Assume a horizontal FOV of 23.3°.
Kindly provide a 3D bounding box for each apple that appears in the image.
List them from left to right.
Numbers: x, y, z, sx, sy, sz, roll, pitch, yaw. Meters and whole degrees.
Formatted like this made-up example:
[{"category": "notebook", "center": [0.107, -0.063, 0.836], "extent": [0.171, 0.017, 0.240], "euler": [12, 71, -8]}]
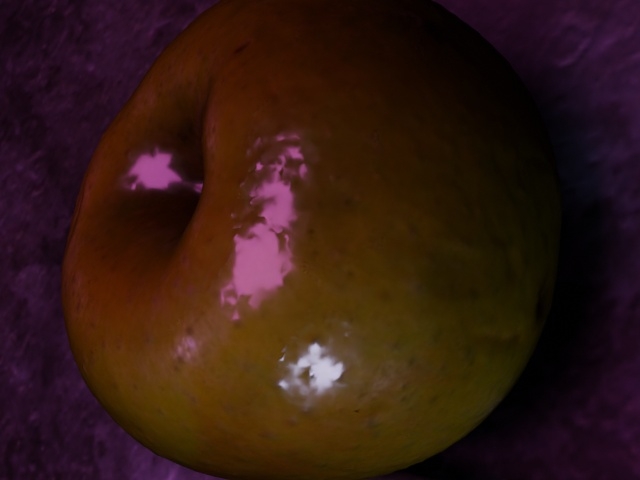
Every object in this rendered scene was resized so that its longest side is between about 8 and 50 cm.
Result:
[{"category": "apple", "center": [0.000, 0.000, 0.579], "extent": [0.196, 0.157, 0.196], "euler": [-22, 60, 45]}]

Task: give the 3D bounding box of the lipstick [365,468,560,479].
[{"category": "lipstick", "center": [0.043, 0.111, 0.588], "extent": [0.186, 0.057, 0.063], "euler": [8, 85, 51]}]
